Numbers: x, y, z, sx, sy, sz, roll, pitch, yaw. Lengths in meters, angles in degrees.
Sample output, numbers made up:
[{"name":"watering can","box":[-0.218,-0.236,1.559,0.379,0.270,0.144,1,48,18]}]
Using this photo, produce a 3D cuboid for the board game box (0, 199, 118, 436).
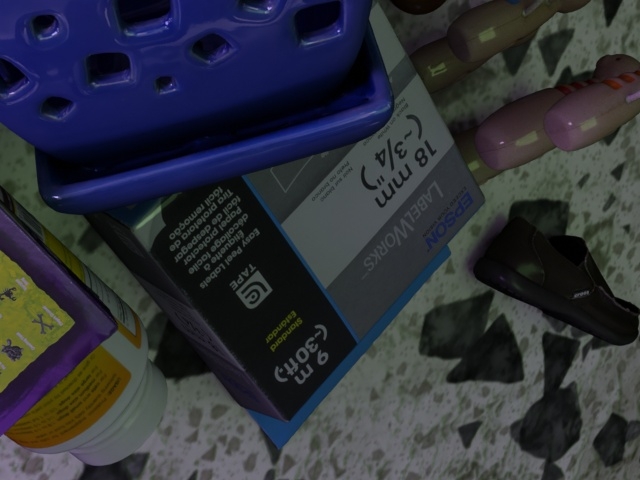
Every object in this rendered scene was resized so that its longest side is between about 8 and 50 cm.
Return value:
[{"name":"board game box","box":[-0.294,-0.009,0.676,0.208,0.056,0.347,-44,109,-7]}]

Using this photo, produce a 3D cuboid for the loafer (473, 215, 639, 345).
[{"name":"loafer","box":[0.236,0.037,1.257,0.220,0.080,0.078,24,91,-44]}]

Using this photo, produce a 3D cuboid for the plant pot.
[{"name":"plant pot","box":[-0.088,-0.160,0.753,0.236,0.236,0.212,-16,135,1]}]

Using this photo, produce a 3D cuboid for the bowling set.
[{"name":"bowling set","box":[0.157,-0.160,1.042,0.154,0.287,0.200,-29,96,-20]}]

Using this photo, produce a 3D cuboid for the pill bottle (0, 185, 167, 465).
[{"name":"pill bottle","box":[-0.191,0.058,0.869,0.117,0.117,0.215,-51,132,-13]}]

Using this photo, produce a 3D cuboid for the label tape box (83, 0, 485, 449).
[{"name":"label tape box","box":[0.000,0.000,1.021,0.240,0.106,0.334,-47,131,-16]}]
